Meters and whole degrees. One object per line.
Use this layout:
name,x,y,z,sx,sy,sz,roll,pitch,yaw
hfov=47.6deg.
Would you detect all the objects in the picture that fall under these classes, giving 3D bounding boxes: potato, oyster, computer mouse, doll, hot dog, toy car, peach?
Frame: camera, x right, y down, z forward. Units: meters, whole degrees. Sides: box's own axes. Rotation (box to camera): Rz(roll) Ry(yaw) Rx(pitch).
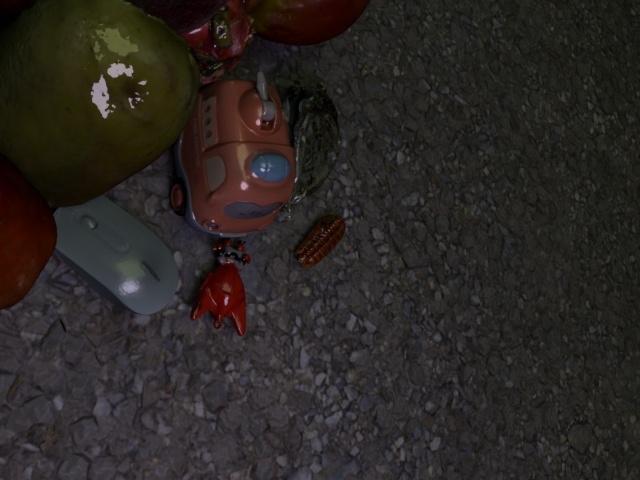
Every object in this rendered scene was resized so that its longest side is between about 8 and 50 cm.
potato,-0.325,-0.187,1.040,0.330,0.280,0.212,10,66,-33
oyster,-0.045,-0.184,1.393,0.198,0.112,0.267,63,41,-35
computer mouse,-0.321,0.019,1.147,0.231,0.079,0.128,44,53,-16
doll,-0.163,0.073,1.262,0.109,0.057,0.169,25,66,-34
hot dog,0.001,0.000,1.416,0.144,0.038,0.062,-46,108,-34
toy car,-0.138,-0.146,1.233,0.181,0.212,0.270,-1,80,-38
peach,-0.032,-0.523,1.359,0.308,0.308,0.332,43,27,-22

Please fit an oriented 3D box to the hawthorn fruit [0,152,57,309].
hawthorn fruit,-0.462,-0.025,0.931,0.224,0.261,0.224,7,57,-11

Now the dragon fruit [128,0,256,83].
dragon fruit,-0.217,-0.353,1.210,0.211,0.282,0.147,-43,142,-17

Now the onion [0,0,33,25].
onion,-0.410,-0.431,1.056,0.276,0.276,0.276,9,74,-35
